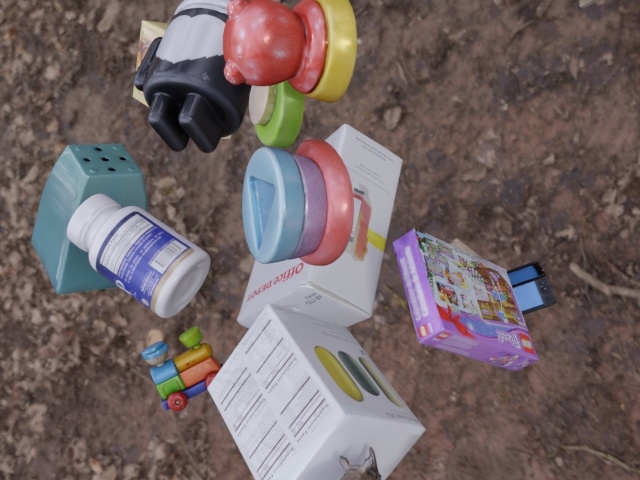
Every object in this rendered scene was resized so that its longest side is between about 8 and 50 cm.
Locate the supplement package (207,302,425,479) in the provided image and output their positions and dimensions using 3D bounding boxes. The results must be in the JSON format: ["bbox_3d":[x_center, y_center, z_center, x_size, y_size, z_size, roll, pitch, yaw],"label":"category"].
[{"bbox_3d":[-0.013,0.274,1.230,0.198,0.199,0.263,-55,44,14],"label":"supplement package"}]

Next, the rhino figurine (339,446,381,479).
[{"bbox_3d":[0.040,0.384,1.019,0.073,0.106,0.243,-12,37,34],"label":"rhino figurine"}]

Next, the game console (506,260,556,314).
[{"bbox_3d":[0.410,0.106,1.556,0.122,0.071,0.107,-22,90,20],"label":"game console"}]

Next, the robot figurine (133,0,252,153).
[{"bbox_3d":[-0.190,-0.284,1.245,0.173,0.209,0.278,139,150,-62],"label":"robot figurine"}]

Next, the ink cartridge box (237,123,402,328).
[{"bbox_3d":[0.000,0.000,1.551,0.279,0.160,0.385,-32,35,49],"label":"ink cartridge box"}]

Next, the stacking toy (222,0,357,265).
[{"bbox_3d":[-0.072,-0.123,0.903,0.279,0.130,0.309,-176,84,-66],"label":"stacking toy"}]

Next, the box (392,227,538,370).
[{"bbox_3d":[0.263,0.112,1.356,0.057,0.293,0.201,-36,50,33],"label":"box"}]

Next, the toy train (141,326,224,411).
[{"bbox_3d":[-0.246,0.244,1.604,0.248,0.143,0.105,-27,12,-7],"label":"toy train"}]

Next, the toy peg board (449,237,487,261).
[{"bbox_3d":[0.318,0.110,1.727,0.161,0.160,0.079,-50,3,26],"label":"toy peg board"}]

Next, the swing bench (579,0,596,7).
[{"bbox_3d":[0.493,-0.653,1.589,0.165,0.254,0.253,149,122,-76],"label":"swing bench"}]

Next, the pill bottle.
[{"bbox_3d":[-0.262,0.016,1.075,0.186,0.112,0.112,33,84,12],"label":"pill bottle"}]

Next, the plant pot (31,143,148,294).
[{"bbox_3d":[-0.410,-0.051,1.379,0.165,0.165,0.234,49,131,37],"label":"plant pot"}]

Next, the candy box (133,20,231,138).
[{"bbox_3d":[-0.298,-0.357,1.653,0.316,0.087,0.183,33,120,42],"label":"candy box"}]
